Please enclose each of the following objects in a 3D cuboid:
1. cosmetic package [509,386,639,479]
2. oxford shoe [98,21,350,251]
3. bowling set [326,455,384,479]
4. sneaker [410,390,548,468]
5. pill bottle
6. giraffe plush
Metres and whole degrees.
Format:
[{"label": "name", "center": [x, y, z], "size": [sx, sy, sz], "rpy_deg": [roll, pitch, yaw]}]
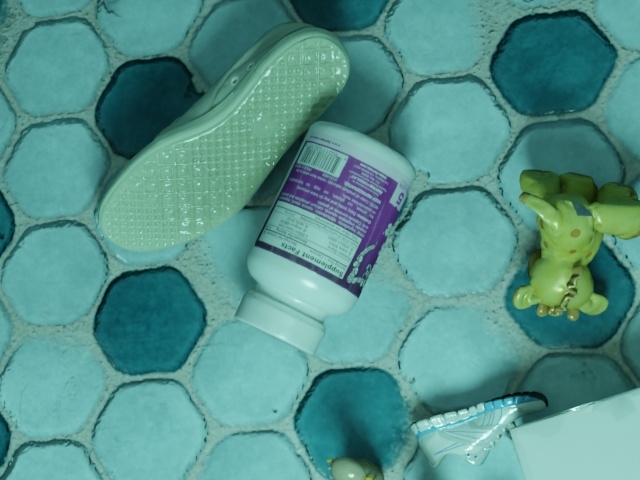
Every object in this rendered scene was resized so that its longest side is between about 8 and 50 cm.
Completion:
[{"label": "cosmetic package", "center": [0.388, 0.389, 1.800], "size": [0.197, 0.155, 0.365], "rpy_deg": [-17, 73, 9]}, {"label": "oxford shoe", "center": [-0.143, -0.151, 2.077], "size": [0.449, 0.169, 0.130], "rpy_deg": [-42, 30, 10]}, {"label": "bowling set", "center": [0.117, 0.419, 1.860], "size": [0.287, 0.154, 0.200], "rpy_deg": [19, 82, 18]}, {"label": "sneaker", "center": [0.223, 0.259, 1.923], "size": [0.191, 0.071, 0.083], "rpy_deg": [-20, 80, 17]}, {"label": "pill bottle", "center": [0.000, 0.000, 1.978], "size": [0.169, 0.169, 0.301], "rpy_deg": [24, 85, 18]}, {"label": "giraffe plush", "center": [0.335, 0.015, 1.907], "size": [0.181, 0.210, 0.170], "rpy_deg": [14, 110, 13]}]
